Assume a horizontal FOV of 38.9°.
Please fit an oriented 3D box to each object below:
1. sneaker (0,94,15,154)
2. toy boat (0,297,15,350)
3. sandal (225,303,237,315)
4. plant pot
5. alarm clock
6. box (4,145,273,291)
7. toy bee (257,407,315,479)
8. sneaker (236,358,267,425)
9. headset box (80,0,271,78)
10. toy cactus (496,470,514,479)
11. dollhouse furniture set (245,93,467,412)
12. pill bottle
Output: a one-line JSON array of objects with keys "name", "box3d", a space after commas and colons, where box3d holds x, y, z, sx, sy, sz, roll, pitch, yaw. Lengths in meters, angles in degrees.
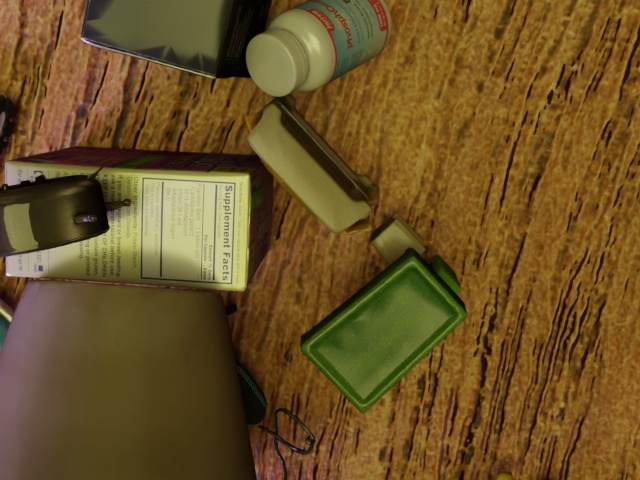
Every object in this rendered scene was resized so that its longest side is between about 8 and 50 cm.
[{"name": "sneaker", "box3d": [-0.433, -0.084, 1.057, 0.094, 0.081, 0.209, 22, 95, 6]}, {"name": "toy boat", "box3d": [-0.462, 0.210, 1.072, 0.318, 0.148, 0.267, -43, 96, 9]}, {"name": "sandal", "box3d": [-0.189, 0.086, 1.078, 0.179, 0.067, 0.040, -8, 89, 7]}, {"name": "plant pot", "box3d": [-0.196, 0.183, 0.878, 0.323, 0.323, 0.280, 4, 85, 3]}, {"name": "alarm clock", "box3d": [-0.277, -0.021, 0.808, 0.192, 0.129, 0.064, -12, 99, 5]}, {"name": "box", "box3d": [-0.182, -0.032, 0.976, 0.243, 0.213, 0.117, 4, 100, 3]}, {"name": "toy bee", "box3d": [-0.045, 0.378, 1.074, 0.298, 0.162, 0.195, 55, 143, 1]}, {"name": "sneaker", "box3d": [-0.210, 0.266, 1.082, 0.139, 0.125, 0.341, 42, 103, -12]}, {"name": "headset box", "box3d": [-0.114, -0.293, 0.889, 0.131, 0.283, 0.246, 16, 102, 0]}, {"name": "toy cactus", "box3d": [0.217, 0.389, 1.075, 0.219, 0.112, 0.180, -43, 111, -30]}, {"name": "dollhouse furniture set", "box3d": [0.000, 0.000, 0.981, 0.151, 0.197, 0.301, -42, 97, 11]}, {"name": "pill bottle", "box3d": [-0.002, -0.210, 0.954, 0.087, 0.160, 0.087, 24, 132, 30]}]
